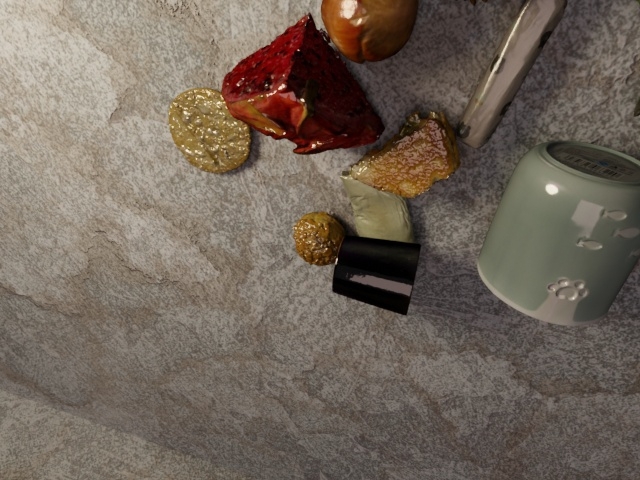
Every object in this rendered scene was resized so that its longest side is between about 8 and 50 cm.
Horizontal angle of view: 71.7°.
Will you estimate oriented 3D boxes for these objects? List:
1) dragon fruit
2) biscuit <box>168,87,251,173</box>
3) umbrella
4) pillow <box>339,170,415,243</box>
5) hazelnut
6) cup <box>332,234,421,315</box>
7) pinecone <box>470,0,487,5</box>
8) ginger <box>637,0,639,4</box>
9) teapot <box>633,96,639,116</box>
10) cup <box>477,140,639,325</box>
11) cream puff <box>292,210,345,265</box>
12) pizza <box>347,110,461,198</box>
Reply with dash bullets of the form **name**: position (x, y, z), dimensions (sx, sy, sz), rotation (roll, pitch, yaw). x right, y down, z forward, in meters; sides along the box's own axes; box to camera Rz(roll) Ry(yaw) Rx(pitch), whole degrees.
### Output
- **dragon fruit**: position (0.004, -0.273, 0.856), dimensions (0.330, 0.302, 0.240), rotation (18, 117, -27)
- **biscuit**: position (-0.265, -0.256, 1.056), dimensions (0.220, 0.033, 0.219), rotation (9, 125, 14)
- **umbrella**: position (0.345, -0.321, 0.794), dimensions (0.073, 0.067, 0.337), rotation (21, 127, 0)
- **pillow**: position (0.140, -0.066, 1.044), dimensions (0.148, 0.050, 0.229), rotation (0, 126, 25)
- **hazelnut**: position (0.079, -0.399, 0.767), dimensions (0.182, 0.182, 0.182), rotation (8, 125, 12)
- **cup**: position (0.129, 0.097, 1.052), dimensions (0.177, 0.166, 0.239), rotation (11, 141, 11)
- **pinecone**: position (0.274, -0.459, 0.662), dimensions (0.212, 0.168, 0.185), rotation (-9, 151, 10)
- **ginger**: position (0.512, -0.476, 0.620), dimensions (0.137, 0.089, 0.290), rotation (15, 126, 14)
- **teapot**: position (0.656, -0.187, 0.668), dimensions (0.285, 0.223, 0.305), rotation (51, 167, -10)
- **cup**: position (0.512, -0.032, 0.849), dimensions (0.357, 0.259, 0.274), rotation (-6, 126, -15)
- **cream puff**: position (-0.003, 0.003, 1.102), dimensions (0.126, 0.103, 0.144), rotation (-17, 122, 25)
- **pizza**: position (0.181, -0.164, 0.917), dimensions (0.226, 0.069, 0.147), rotation (-35, 105, 30)
